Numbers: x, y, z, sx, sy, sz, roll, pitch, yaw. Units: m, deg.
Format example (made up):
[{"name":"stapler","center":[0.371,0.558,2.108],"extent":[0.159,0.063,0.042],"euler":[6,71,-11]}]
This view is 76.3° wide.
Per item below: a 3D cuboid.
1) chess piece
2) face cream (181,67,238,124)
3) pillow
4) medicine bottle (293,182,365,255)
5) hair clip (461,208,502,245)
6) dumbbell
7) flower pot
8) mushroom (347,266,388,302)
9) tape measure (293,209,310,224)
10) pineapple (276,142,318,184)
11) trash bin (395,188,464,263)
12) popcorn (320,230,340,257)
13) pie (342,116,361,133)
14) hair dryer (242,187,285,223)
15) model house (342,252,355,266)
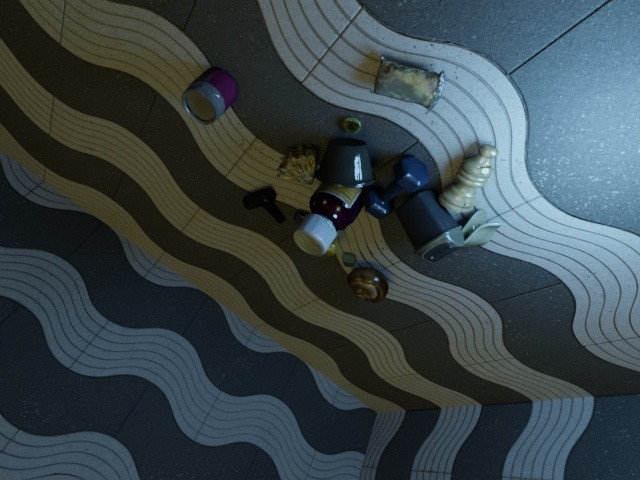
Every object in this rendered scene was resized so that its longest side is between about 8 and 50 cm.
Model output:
[{"name":"chess piece","center":[0.603,-0.256,1.638],"extent":[0.139,0.124,0.307],"euler":[49,146,27]},{"name":"face cream","center":[-0.477,-0.623,1.763],"extent":[0.175,0.194,0.175],"euler":[17,143,14]},{"name":"pillow","center":[0.317,-0.572,1.474],"extent":[0.255,0.059,0.169],"euler":[21,141,9]},{"name":"medicine bottle","center":[0.041,-0.121,1.890],"extent":[0.243,0.395,0.242],"euler":[20,141,17]},{"name":"hair clip","center":[0.680,-0.026,1.820],"extent":[0.173,0.113,0.282],"euler":[1,142,-30]},{"name":"dumbbell","center":[0.325,-0.227,1.796],"extent":[0.144,0.159,0.325],"euler":[7,151,-26]},{"name":"flower pot","center":[0.110,-0.341,1.737],"extent":[0.269,0.269,0.166],"euler":[12,120,19]},{"name":"mushroom","center":[0.276,0.251,2.366],"extent":[0.253,0.153,0.253],"euler":[18,143,14]},{"name":"tape measure","center":[-0.099,-0.123,2.234],"extent":[0.094,0.054,0.091],"euler":[4,136,17]},{"name":"pineapple","center":[-0.092,-0.350,1.925],"extent":[0.237,0.114,0.186],"euler":[-14,127,36]},{"name":"trash bin","center":[0.479,-0.061,1.790],"extent":[0.209,0.182,0.290],"euler":[-42,72,45]},{"name":"popcorn","center":[0.004,-0.001,2.203],"extent":[0.254,0.191,0.190],"euler":[-12,90,56]},{"name":"pie","center":[0.131,-0.482,1.713],"extent":[0.084,0.021,0.084],"euler":[17,141,14]},{"name":"hair dryer","center":[-0.290,-0.176,2.269],"extent":[0.197,0.089,0.251],"euler":[-11,135,38]},{"name":"model house","center":[0.163,0.118,2.366],"extent":[0.079,0.066,0.083],"euler":[7,157,7]}]
